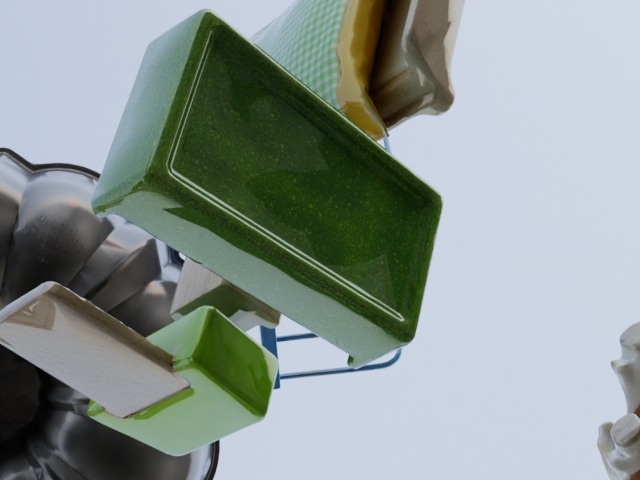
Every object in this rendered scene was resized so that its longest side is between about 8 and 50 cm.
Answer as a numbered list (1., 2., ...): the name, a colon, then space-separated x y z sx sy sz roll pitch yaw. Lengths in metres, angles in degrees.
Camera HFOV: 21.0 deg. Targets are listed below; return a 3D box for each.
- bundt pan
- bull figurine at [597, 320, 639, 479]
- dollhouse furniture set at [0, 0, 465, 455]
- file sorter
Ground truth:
1. bundt pan: -0.219 0.101 1.137 0.330 0.124 0.331 0 -90 -5
2. bull figurine: 0.295 0.079 1.017 0.310 0.101 0.188 -45 -64 -4
3. dollhouse furniture set: -0.044 -0.073 0.869 0.151 0.197 0.302 34 -130 -25
4. file sorter: 0.000 0.000 1.219 0.104 0.118 0.170 -7 -46 -3
